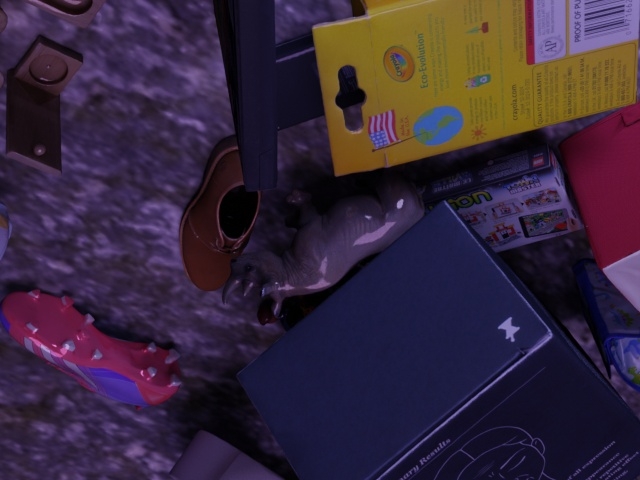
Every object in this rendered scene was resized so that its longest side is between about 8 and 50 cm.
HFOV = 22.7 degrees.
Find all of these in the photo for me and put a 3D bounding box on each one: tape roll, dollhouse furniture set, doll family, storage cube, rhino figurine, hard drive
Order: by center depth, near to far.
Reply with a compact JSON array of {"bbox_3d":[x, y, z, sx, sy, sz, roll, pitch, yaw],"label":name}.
[{"bbox_3d":[-0.269,-0.173,1.477,0.144,0.123,0.151,23,127,-30],"label":"dollhouse furniture set"},{"bbox_3d":[0.000,-0.167,1.603,0.135,0.022,0.094,-19,135,8],"label":"hard drive"},{"bbox_3d":[0.000,0.000,1.672,0.243,0.106,0.073,-32,151,-3],"label":"rhino figurine"},{"bbox_3d":[0.392,-0.031,1.689,0.215,0.193,0.183,-27,133,18],"label":"storage cube"},{"bbox_3d":[-0.005,0.067,1.805,0.111,0.076,0.193,-1,138,-16],"label":"doll family"},{"bbox_3d":[-0.009,0.362,1.914,0.072,0.392,0.392,-54,131,-11],"label":"tape roll"}]

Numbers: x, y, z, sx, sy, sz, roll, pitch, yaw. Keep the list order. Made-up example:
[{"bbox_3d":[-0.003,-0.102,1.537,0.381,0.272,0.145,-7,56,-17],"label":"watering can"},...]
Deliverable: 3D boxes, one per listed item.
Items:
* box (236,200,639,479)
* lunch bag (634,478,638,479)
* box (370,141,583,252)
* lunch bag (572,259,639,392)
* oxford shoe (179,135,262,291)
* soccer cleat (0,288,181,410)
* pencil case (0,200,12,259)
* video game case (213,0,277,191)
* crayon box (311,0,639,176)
[{"bbox_3d":[0.152,0.192,1.735,0.293,0.212,0.395,-40,144,6],"label":"box"},{"bbox_3d":[0.288,0.310,2.077,0.224,0.108,0.279,-30,132,20],"label":"lunch bag"},{"bbox_3d":[0.170,-0.031,1.740,0.207,0.036,0.114,-16,136,19],"label":"box"},{"bbox_3d":[0.362,0.100,1.863,0.151,0.129,0.096,32,119,-35],"label":"lunch bag"},{"bbox_3d":[-0.107,-0.010,1.708,0.076,0.076,0.212,3,136,-15],"label":"oxford shoe"},{"bbox_3d":[-0.271,0.134,1.824,0.248,0.083,0.095,26,130,-34],"label":"soccer cleat"},{"bbox_3d":[-0.439,-0.049,1.583,0.273,0.113,0.124,40,83,-37],"label":"pencil case"},{"bbox_3d":[-0.069,-0.225,1.370,0.035,0.248,0.275,-7,136,-6],"label":"video game case"},{"bbox_3d":[0.147,-0.191,1.543,0.318,0.081,0.202,-14,136,-5],"label":"crayon box"}]
